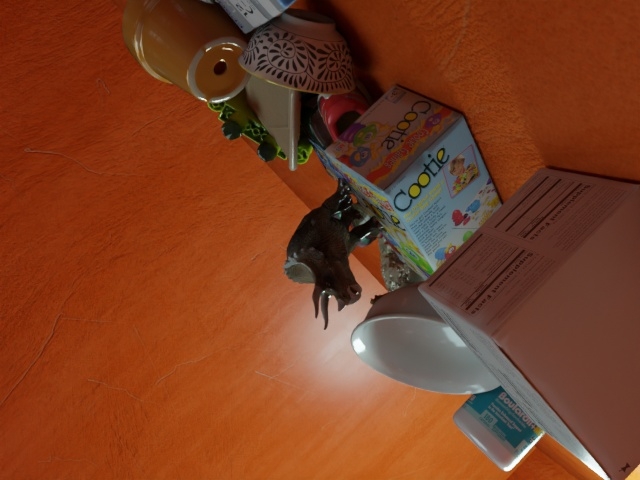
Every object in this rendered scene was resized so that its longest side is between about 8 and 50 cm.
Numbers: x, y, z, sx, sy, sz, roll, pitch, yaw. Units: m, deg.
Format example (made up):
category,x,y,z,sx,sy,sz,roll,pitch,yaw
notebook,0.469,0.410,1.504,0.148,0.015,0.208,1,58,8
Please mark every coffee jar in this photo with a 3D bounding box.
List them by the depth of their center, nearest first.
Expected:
category,x,y,z,sx,sy,sz,roll,pitch,yaw
coffee jar,-0.026,-0.253,1.178,0.184,0.079,0.096,40,169,50

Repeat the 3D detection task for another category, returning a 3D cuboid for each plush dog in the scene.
category,x,y,z,sx,sy,sz,roll,pitch,yaw
plush dog,0.192,0.035,1.293,0.262,0.211,0.225,51,-161,-38

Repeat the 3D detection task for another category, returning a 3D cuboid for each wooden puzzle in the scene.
category,x,y,z,sx,sy,sz,roll,pitch,yaw
wooden puzzle,-0.087,-0.282,1.117,0.238,0.044,0.221,60,161,28

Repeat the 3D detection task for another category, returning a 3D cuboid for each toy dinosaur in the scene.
category,x,y,z,sx,sy,sz,roll,pitch,yaw
toy dinosaur,0.000,0.000,0.892,0.121,0.160,0.313,49,177,-15

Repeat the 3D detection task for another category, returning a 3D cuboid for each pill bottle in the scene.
category,x,y,z,sx,sy,sz,roll,pitch,yaw
pill bottle,0.400,0.311,1.178,0.146,0.264,0.146,44,175,5

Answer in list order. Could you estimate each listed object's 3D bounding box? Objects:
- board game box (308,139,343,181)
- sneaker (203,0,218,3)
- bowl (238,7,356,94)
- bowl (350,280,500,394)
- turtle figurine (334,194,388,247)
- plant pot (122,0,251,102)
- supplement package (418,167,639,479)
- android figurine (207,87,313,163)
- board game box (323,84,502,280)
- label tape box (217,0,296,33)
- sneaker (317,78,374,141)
category,x,y,z,sx,sy,sz,roll,pitch,yaw
board game box,0.062,-0.163,1.313,0.194,0.060,0.194,44,177,13
sneaker,-0.200,-0.430,0.962,0.252,0.111,0.103,45,175,7
bowl,-0.024,-0.270,0.821,0.170,0.170,0.080,42,130,39
bowl,0.216,0.171,1.142,0.298,0.134,0.297,14,146,10
turtle figurine,0.101,-0.058,1.136,0.175,0.118,0.234,62,158,2
plant pot,-0.220,-0.349,1.066,0.188,0.205,0.205,50,178,31
supplement package,0.280,0.088,0.646,0.262,0.204,0.145,47,176,-23
android figurine,-0.121,-0.266,1.301,0.248,0.056,0.272,30,-148,-10
board game box,0.152,-0.062,0.862,0.142,0.144,0.275,42,174,46
label tape box,-0.125,-0.383,0.711,0.249,0.115,0.348,47,174,-21
sneaker,0.083,-0.125,0.945,0.279,0.107,0.118,47,-160,-30
